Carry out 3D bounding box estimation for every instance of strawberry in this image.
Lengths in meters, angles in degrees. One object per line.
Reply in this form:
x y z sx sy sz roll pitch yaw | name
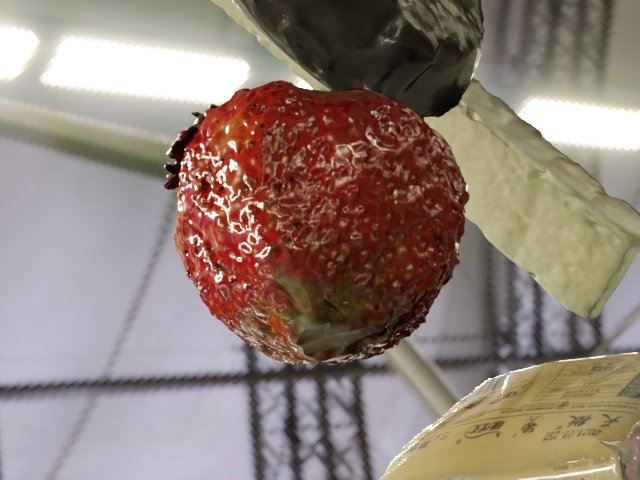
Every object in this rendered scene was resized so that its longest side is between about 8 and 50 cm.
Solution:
0.001 0.000 0.629 0.106 0.106 0.106 -30 -28 -18 | strawberry

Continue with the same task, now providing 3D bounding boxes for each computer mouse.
-0.001 -0.189 1.091 0.183 0.323 0.116 30 -53 -33 | computer mouse

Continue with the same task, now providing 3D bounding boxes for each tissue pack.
0.191 0.174 1.586 0.257 0.123 0.215 -18 13 40 | tissue pack

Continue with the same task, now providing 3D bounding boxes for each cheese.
0.030 -0.105 1.178 0.034 0.400 0.085 -33 -20 -42 | cheese
